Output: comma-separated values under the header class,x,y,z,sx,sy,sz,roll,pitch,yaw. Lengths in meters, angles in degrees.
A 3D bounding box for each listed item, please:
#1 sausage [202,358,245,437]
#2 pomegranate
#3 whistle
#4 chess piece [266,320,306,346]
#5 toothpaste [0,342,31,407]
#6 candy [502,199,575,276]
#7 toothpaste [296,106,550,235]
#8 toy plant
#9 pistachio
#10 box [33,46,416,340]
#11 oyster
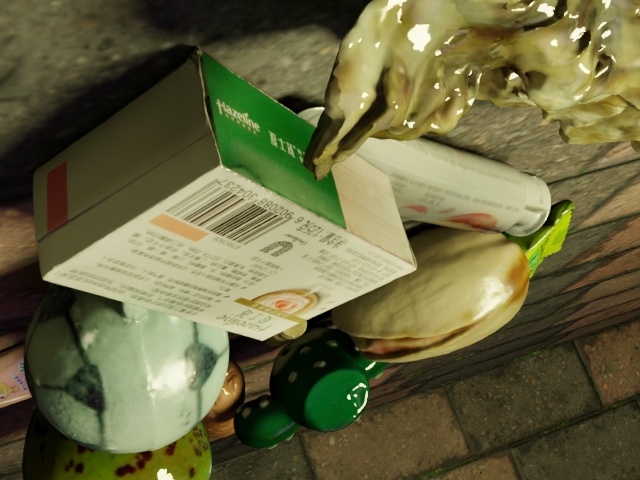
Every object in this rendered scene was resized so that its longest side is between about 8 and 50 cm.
class,x,y,z,sx,sy,sz,roll,pitch,yaw
sausage,-0.147,0.220,1.130,0.086,0.086,0.289,-17,162,-11
pomegranate,-0.215,0.230,0.919,0.211,0.211,0.263,-30,-175,27
whistle,-0.152,0.104,0.645,0.163,0.163,0.289,-14,147,-22
chess piece,-0.048,0.116,1.024,0.035,0.035,0.092,-12,165,-25
toothpaste,-0.329,0.144,0.763,0.194,0.043,0.067,-21,126,-1
candy,0.208,0.039,1.023,0.246,0.069,0.149,-22,160,1
toothpaste,0.072,-0.046,0.626,0.100,0.066,0.323,-28,156,38
toy plant,-0.001,0.174,1.029,0.232,0.112,0.243,-39,-172,-34
pistachio,0.119,0.059,0.868,0.215,0.144,0.144,-29,161,18
box,-0.051,-0.012,0.494,0.135,0.081,0.199,-27,148,25
oyster,0.138,-0.103,0.433,0.238,0.114,0.351,-29,161,27
